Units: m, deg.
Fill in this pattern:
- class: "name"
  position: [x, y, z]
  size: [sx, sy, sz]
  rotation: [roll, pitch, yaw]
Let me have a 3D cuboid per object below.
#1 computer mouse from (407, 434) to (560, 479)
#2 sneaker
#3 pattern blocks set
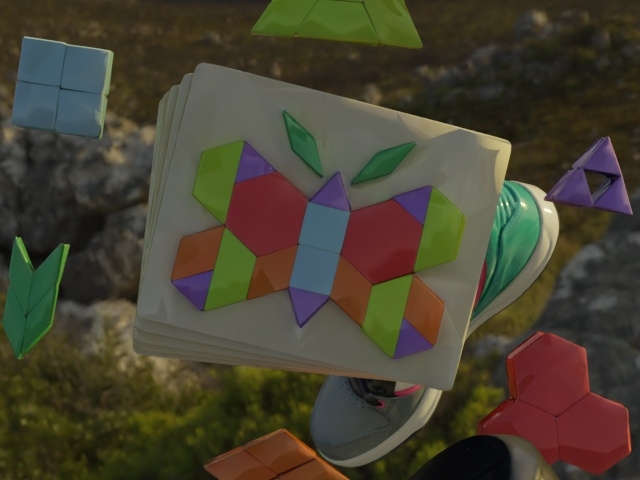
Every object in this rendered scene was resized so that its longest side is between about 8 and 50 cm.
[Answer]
- class: "computer mouse"
  position: [0.045, 0.185, 0.511]
  size: [0.188, 0.072, 0.272]
  rotation: [-40, 13, 34]
- class: "sneaker"
  position: [0.043, 0.063, 1.063]
  size: [0.178, 0.295, 0.124]
  rotation: [13, 30, -44]
- class: "pattern blocks set"
  position: [0.000, 0.000, 0.692]
  size: [0.324, 0.285, 0.026]
  rotation: [-2, 2, -4]
